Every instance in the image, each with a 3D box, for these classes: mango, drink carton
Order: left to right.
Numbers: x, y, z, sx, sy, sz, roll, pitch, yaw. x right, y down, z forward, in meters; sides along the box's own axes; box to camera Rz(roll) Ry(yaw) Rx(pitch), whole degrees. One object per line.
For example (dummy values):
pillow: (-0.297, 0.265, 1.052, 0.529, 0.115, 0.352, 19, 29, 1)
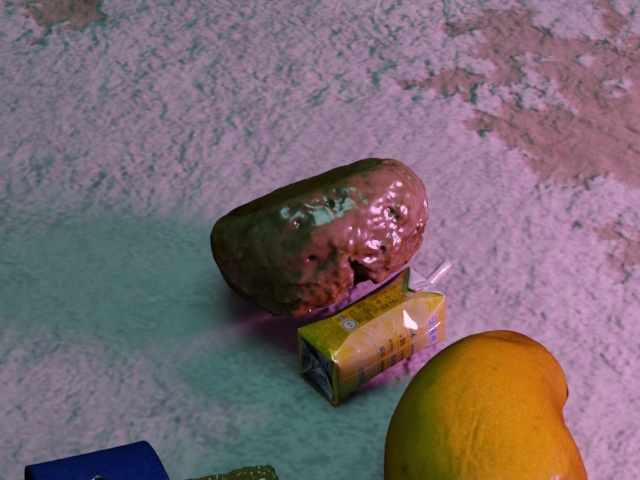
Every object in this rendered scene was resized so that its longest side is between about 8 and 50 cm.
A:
drink carton: (0.073, 0.083, 1.899, 0.200, 0.084, 0.074, -28, 46, -25)
mango: (0.149, 0.204, 1.722, 0.187, 0.144, 0.359, 11, 34, -8)

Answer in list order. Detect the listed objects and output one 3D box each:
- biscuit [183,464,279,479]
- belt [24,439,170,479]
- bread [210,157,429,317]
biscuit: (-0.071, 0.296, 1.686, 0.131, 0.025, 0.231, -8, 42, -14)
belt: (-0.154, 0.313, 1.522, 0.117, 0.212, 0.347, -10, 39, -16)
bread: (0.000, 0.000, 1.917, 0.230, 0.123, 0.230, -18, 7, 2)
